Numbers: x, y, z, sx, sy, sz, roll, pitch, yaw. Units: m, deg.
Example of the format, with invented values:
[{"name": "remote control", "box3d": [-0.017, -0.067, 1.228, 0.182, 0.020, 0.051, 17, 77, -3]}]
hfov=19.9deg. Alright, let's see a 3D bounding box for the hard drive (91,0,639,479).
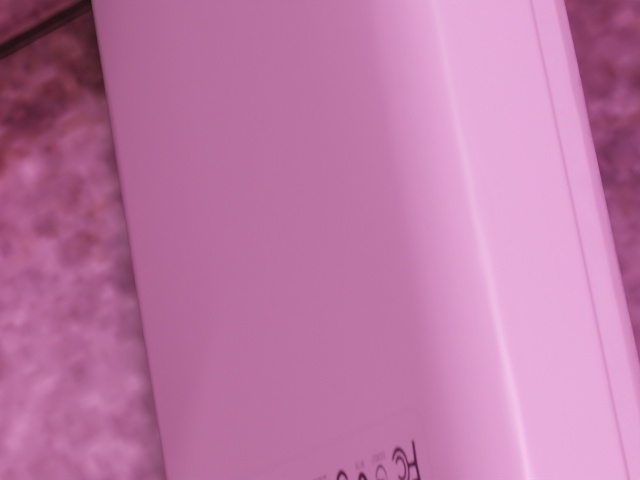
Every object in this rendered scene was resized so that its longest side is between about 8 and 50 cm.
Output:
[{"name": "hard drive", "box3d": [0.000, 0.000, 0.421, 0.040, 0.203, 0.307, -4, 77, -23]}]
